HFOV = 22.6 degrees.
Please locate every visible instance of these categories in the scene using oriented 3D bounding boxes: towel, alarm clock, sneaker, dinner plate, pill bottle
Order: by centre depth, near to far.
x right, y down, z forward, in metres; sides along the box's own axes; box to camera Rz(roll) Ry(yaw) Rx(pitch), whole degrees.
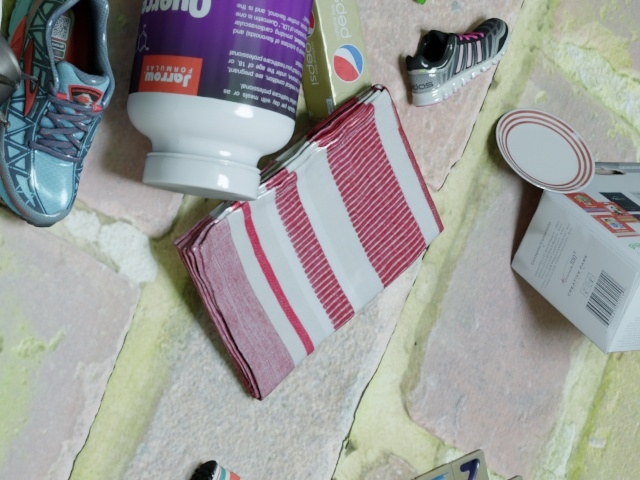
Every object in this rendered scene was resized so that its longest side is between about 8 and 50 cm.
[{"bbox_3d":[-0.368,-0.196,1.566,0.192,0.129,0.064,37,66,-3],"label":"alarm clock"},{"bbox_3d":[-0.270,-0.143,1.631,0.104,0.125,0.261,4,89,-36],"label":"sneaker"},{"bbox_3d":[-0.106,-0.211,1.714,0.181,0.181,0.322,11,85,-36],"label":"pill bottle"},{"bbox_3d":[-0.126,0.332,1.796,0.075,0.057,0.161,31,71,-27],"label":"sneaker"},{"bbox_3d":[0.000,0.000,1.852,0.329,0.037,0.237,-41,127,-24],"label":"towel"},{"bbox_3d":[0.168,-0.237,1.985,0.170,0.063,0.074,-39,119,-23],"label":"sneaker"},{"bbox_3d":[0.287,-0.113,2.067,0.141,0.017,0.141,15,48,-17],"label":"dinner plate"}]

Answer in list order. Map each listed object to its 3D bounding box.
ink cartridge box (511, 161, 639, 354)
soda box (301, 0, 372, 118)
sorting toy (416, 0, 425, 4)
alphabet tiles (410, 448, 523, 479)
[{"bbox_3d":[0.422,0.014,2.112,0.309,0.272,0.130,-1,123,-36],"label":"ink cartridge box"},{"bbox_3d":[0.010,-0.236,1.874,0.061,0.058,0.181,-17,102,-34],"label":"soda box"},{"bbox_3d":[0.035,-0.378,1.882,0.365,0.127,0.126,26,106,-37],"label":"sorting toy"},{"bbox_3d":[0.174,0.454,2.050,0.285,0.011,0.342,-19,103,-35],"label":"alphabet tiles"}]
